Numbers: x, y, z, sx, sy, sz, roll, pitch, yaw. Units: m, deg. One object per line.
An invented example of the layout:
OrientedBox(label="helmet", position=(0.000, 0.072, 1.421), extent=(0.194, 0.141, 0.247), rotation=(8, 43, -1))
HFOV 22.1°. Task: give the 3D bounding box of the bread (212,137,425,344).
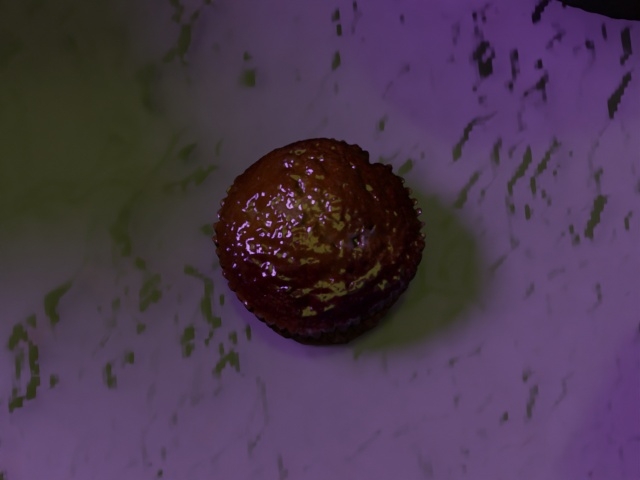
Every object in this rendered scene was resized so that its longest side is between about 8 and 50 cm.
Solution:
OrientedBox(label="bread", position=(0.000, 0.000, 0.656), extent=(0.085, 0.053, 0.085), rotation=(0, 79, -1))

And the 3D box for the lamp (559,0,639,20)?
OrientedBox(label="lamp", position=(0.117, -0.210, 0.610), extent=(0.247, 0.247, 0.247), rotation=(0, 79, 0))
